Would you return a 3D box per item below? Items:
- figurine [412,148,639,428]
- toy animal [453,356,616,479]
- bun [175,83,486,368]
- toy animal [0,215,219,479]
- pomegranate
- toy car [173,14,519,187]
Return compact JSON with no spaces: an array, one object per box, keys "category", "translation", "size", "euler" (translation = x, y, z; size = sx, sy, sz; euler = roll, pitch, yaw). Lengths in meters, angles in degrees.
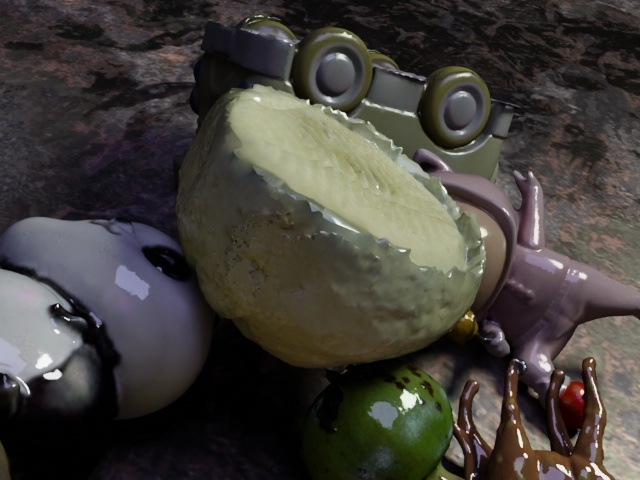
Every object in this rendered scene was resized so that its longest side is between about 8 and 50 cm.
[{"category":"figurine","translation":[0.173,0.034,0.672],"size":[0.287,0.176,0.186],"euler":[40,23,14]},{"category":"toy animal","translation":[0.224,0.203,0.534],"size":[0.224,0.066,0.230],"euler":[-3,56,-4]},{"category":"bun","translation":[0.000,0.000,0.551],"size":[0.259,0.152,0.259],"euler":[29,23,-14]},{"category":"toy animal","translation":[-0.187,0.072,0.514],"size":[0.187,0.165,0.235],"euler":[25,39,22]},{"category":"pomegranate","translation":[0.056,0.158,0.519],"size":[0.161,0.122,0.122],"euler":[41,44,15]},{"category":"toy car","translation":[0.023,-0.120,0.817],"size":[0.335,0.226,0.242],"euler":[9,15,-30]}]
